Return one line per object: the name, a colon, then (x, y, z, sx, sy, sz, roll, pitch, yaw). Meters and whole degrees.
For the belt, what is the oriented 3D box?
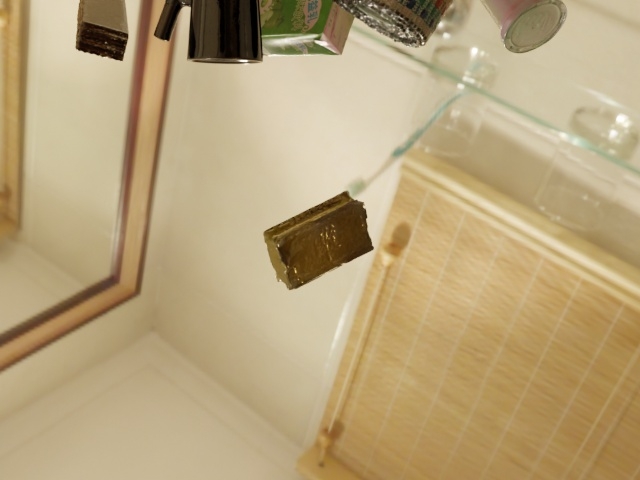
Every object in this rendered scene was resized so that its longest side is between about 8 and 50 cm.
belt: (0.157, -0.573, 2.051, 0.295, 0.160, 0.207, 34, 179, 24)

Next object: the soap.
soap: (-0.001, -0.001, 1.966, 0.233, 0.135, 0.076, -27, -150, -24)

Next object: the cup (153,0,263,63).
cup: (-0.243, -0.476, 1.950, 0.239, 0.177, 0.166, 0, -172, -8)

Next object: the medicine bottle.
medicine bottle: (0.254, -0.493, 1.484, 0.108, 0.108, 0.426, -6, -124, -29)

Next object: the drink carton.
drink carton: (-0.053, -0.561, 2.293, 0.271, 0.161, 0.108, 8, 162, 33)

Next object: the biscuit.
biscuit: (-0.513, -0.517, 2.118, 0.107, 0.073, 0.388, 12, -156, -19)
